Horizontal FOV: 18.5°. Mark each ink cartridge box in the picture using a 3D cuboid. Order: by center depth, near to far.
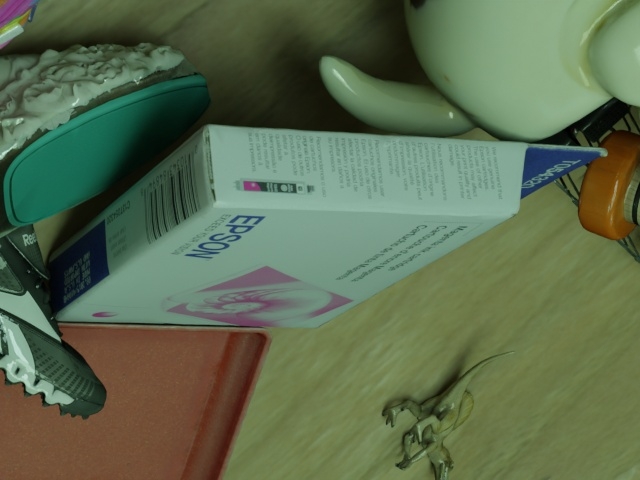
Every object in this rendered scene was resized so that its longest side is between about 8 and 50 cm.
[{"bbox_3d":[0.000,0.000,1.497,0.330,0.071,0.324,3,162,-26],"label":"ink cartridge box"}]

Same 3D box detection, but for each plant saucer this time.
[{"bbox_3d":[-0.196,0.161,1.664,0.258,0.048,0.259,3,125,-27],"label":"plant saucer"}]

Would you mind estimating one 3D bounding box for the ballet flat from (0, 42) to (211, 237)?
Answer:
[{"bbox_3d":[-0.265,-0.056,1.389,0.409,0.147,0.147,-35,136,-25],"label":"ballet flat"}]

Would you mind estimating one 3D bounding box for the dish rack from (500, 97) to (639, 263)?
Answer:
[{"bbox_3d":[0.306,-0.081,1.698,0.208,0.074,0.271,-42,133,12],"label":"dish rack"}]

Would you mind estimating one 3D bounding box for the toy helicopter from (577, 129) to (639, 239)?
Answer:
[{"bbox_3d":[0.349,-0.067,1.586,0.355,0.140,0.235,30,81,-62],"label":"toy helicopter"}]

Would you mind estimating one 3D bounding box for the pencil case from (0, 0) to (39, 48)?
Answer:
[{"bbox_3d":[-0.204,-0.191,1.279,0.104,0.104,0.236,-1,166,-24],"label":"pencil case"}]

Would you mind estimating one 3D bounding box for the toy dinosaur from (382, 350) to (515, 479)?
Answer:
[{"bbox_3d":[0.110,0.159,1.816,0.092,0.053,0.183,-15,140,-34],"label":"toy dinosaur"}]

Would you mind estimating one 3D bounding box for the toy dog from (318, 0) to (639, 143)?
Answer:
[{"bbox_3d":[0.142,-0.286,1.362,0.395,0.285,0.408,-18,132,13],"label":"toy dog"}]

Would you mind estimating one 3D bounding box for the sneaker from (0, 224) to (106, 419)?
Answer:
[{"bbox_3d":[-0.237,0.037,1.491,0.234,0.078,0.106,42,89,-13],"label":"sneaker"}]
